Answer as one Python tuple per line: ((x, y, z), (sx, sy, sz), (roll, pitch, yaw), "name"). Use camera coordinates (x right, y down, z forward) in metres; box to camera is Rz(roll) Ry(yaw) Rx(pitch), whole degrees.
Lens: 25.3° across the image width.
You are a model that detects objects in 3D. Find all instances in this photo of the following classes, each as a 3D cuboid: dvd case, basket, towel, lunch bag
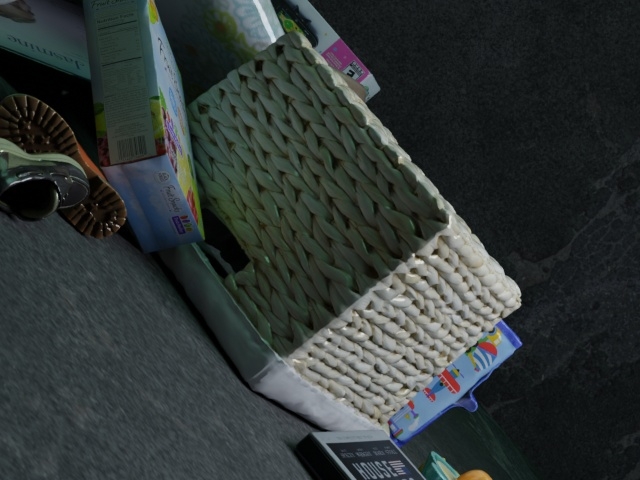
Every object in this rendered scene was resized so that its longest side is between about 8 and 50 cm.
((0.093, 0.277, 1.366), (0.239, 0.029, 0.179), (49, 14, 22), "dvd case")
((0.000, 0.000, 1.552), (0.328, 0.266, 0.331), (53, 7, 28), "basket")
((-0.197, -0.298, 1.703), (0.374, 0.090, 0.321), (10, -44, 48), "towel")
((0.106, 0.114, 1.889), (0.293, 0.221, 0.138), (50, 5, 10), "lunch bag")
((-0.296, -0.224, 1.572), (0.180, 0.022, 0.253), (20, 22, -29), "dvd case")

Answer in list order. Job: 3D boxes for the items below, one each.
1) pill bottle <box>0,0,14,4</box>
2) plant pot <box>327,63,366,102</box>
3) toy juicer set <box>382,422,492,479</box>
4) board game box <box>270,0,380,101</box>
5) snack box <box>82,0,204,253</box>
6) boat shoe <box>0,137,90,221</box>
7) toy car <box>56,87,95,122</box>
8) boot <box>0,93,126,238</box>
((-0.386, -0.387, 1.577), (0.169, 0.169, 0.301), (46, 5, -36), "pill bottle")
((-0.055, -0.143, 1.971), (0.263, 0.229, 0.263), (27, 2, -1), "plant pot")
((0.161, 0.298, 1.743), (0.329, 0.089, 0.209), (47, 5, -22), "toy juicer set")
((-0.098, -0.222, 2.165), (0.224, 0.303, 0.097), (50, 4, 11), "board game box")
((-0.170, -0.120, 1.377), (0.174, 0.070, 0.207), (76, 2, -63), "snack box")
((-0.219, -0.038, 1.082), (0.049, 0.056, 0.152), (56, 16, 17), "boat shoe")
((-0.286, -0.199, 1.738), (0.239, 0.053, 0.225), (47, 5, -31), "toy car")
((-0.234, -0.074, 1.228), (0.084, 0.059, 0.158), (50, -5, 49), "boot")
